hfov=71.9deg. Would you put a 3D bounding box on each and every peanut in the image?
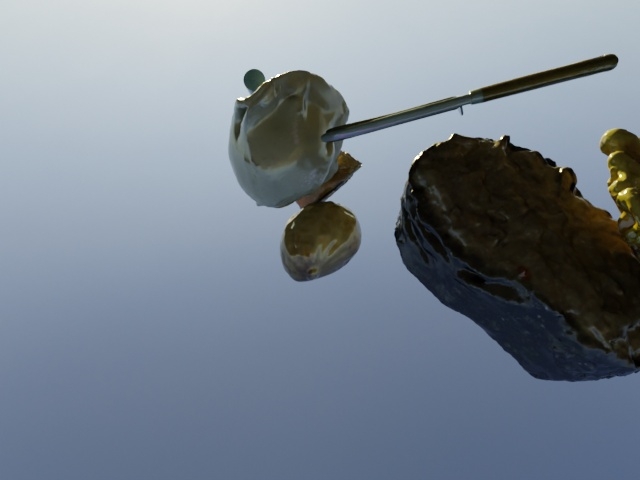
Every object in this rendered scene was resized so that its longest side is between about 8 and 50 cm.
[{"bbox_3d":[0.000,0.000,0.781,0.159,0.141,0.109,-30,-119,-19],"label":"peanut"}]

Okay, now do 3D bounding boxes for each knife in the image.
[{"bbox_3d":[0.161,-0.163,0.532,0.342,0.027,0.061,-12,-164,13],"label":"knife"}]

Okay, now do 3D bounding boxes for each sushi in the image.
[{"bbox_3d":[0.258,0.018,0.568,0.210,0.171,0.350,-30,-111,-27],"label":"sushi"}]

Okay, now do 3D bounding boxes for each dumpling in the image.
[{"bbox_3d":[-0.039,-0.138,0.646,0.192,0.258,0.147,-26,-119,-9],"label":"dumpling"}]

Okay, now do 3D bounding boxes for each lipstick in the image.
[{"bbox_3d":[-0.139,-0.341,1.002,0.047,0.048,0.158,1,-176,0],"label":"lipstick"}]

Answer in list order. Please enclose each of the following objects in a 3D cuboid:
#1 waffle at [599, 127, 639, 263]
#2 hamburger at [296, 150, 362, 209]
[{"bbox_3d":[0.446,0.004,0.512,0.311,0.060,0.308,11,-122,-24],"label":"waffle"},{"bbox_3d":[-0.014,-0.115,0.806,0.102,0.176,0.087,43,-126,-7],"label":"hamburger"}]
